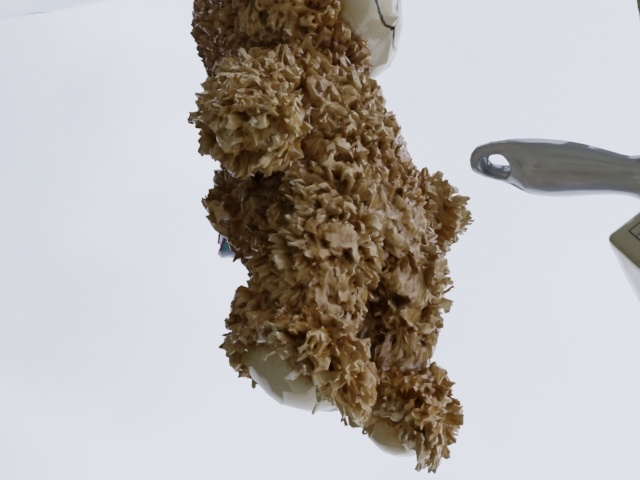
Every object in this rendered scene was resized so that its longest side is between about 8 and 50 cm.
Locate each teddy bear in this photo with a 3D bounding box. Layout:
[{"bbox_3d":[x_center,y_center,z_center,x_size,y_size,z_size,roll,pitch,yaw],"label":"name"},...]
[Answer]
[{"bbox_3d":[0.012,-0.034,1.096,0.113,0.245,0.338,-31,-143,29],"label":"teddy bear"}]

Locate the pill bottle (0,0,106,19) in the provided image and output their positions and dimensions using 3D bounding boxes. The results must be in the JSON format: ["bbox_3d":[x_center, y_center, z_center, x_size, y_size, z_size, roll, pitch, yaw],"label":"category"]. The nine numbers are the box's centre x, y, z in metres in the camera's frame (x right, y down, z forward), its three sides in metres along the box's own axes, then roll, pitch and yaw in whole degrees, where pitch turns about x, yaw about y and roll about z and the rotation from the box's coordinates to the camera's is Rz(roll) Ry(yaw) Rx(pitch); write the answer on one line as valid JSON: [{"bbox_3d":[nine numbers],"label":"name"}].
[{"bbox_3d":[-0.157,-0.265,0.889,0.176,0.176,0.319,-8,-87,41],"label":"pill bottle"}]

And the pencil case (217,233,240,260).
[{"bbox_3d":[0.000,0.000,1.486,0.070,0.151,0.064,121,-19,-72],"label":"pencil case"}]

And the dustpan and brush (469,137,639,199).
[{"bbox_3d":[0.159,-0.015,0.726,0.211,0.060,0.147,2,-56,9],"label":"dustpan and brush"}]

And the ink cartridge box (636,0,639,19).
[{"bbox_3d":[0.191,-0.194,0.792,0.171,0.056,0.235,-8,-83,18],"label":"ink cartridge box"}]

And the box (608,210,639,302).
[{"bbox_3d":[0.322,0.064,1.162,0.148,0.121,0.311,-36,-144,-2],"label":"box"}]
